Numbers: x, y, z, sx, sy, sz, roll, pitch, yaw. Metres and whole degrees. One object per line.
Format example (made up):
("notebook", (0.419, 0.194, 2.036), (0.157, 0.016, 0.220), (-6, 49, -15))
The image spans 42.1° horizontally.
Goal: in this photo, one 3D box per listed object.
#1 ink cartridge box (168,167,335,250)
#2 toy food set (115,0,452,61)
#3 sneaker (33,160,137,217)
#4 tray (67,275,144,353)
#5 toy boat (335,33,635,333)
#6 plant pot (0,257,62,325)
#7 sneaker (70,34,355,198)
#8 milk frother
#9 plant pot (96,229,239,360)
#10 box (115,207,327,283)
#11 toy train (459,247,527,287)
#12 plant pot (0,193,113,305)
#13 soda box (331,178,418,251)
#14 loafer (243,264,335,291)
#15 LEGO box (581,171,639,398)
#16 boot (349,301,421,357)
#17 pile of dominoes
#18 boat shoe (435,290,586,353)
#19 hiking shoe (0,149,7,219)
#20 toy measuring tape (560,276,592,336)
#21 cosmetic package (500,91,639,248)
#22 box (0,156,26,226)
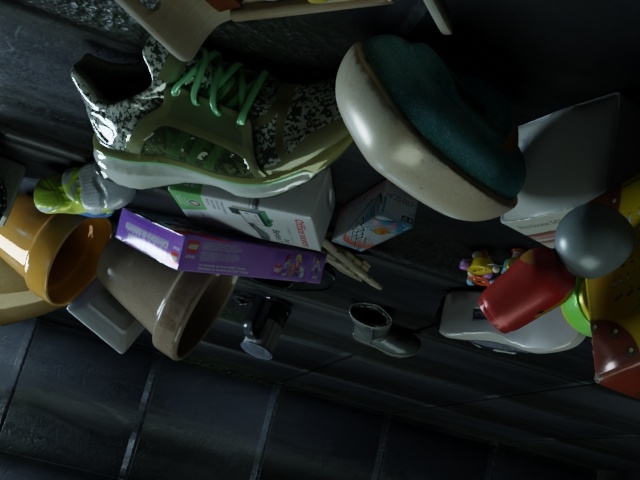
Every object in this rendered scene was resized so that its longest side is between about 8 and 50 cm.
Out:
("ink cartridge box", (-0.097, -0.067, 1.257), (0.219, 0.093, 0.160), (12, 163, 10))
("toy food set", (-0.058, -0.236, 0.724), (0.306, 0.092, 0.220), (3, 159, 30))
("sneaker", (-0.387, -0.087, 1.468), (0.240, 0.091, 0.126), (1, 177, 33))
("tray", (-0.396, 0.104, 1.732), (0.145, 0.270, 0.030), (40, 127, -7))
("toy boat", (0.162, -0.070, 0.810), (0.148, 0.318, 0.267), (-41, 147, 22))
("plant pot", (-0.627, 0.065, 1.897), (0.254, 0.237, 0.237), (-7, 158, 11))
("sneaker", (-0.135, -0.160, 0.966), (0.410, 0.158, 0.182), (-1, 140, 26))
("milk frother", (-0.167, 0.205, 2.057), (0.143, 0.135, 0.129), (-7, 139, 43))
("plant pot", (-0.310, 0.073, 1.646), (0.229, 0.263, 0.263), (29, 163, 6))
("box", (-0.163, 0.010, 1.387), (0.293, 0.057, 0.201), (8, -172, -42))
("toy train", (0.305, 0.047, 1.392), (0.166, 0.046, 0.125), (0, 159, 45))
("plant pot", (-0.557, 0.000, 1.673), (0.188, 0.205, 0.205), (26, 165, 14))
("soda box", (0.081, -0.035, 1.272), (0.058, 0.063, 0.183), (19, 161, -16))
("loafer", (-0.063, 0.068, 1.615), (0.223, 0.076, 0.078), (13, -162, -31))
("LEGO box", (0.528, 0.007, 0.665), (0.372, 0.193, 0.500), (22, 145, -24))
("boot", (0.156, 0.209, 1.966), (0.189, 0.076, 0.208), (11, 155, 3))
("pile of dominoes", (0.000, 0.000, 1.468), (0.196, 0.040, 0.251), (26, 171, 37))
("boat shoe", (0.387, 0.154, 1.559), (0.158, 0.127, 0.340), (18, 171, -35))
("hiking shoe", (-0.608, -0.106, 1.422), (0.114, 0.227, 0.086), (20, -151, 15))
("toy measuring tape", (0.500, 0.115, 1.336), (0.330, 0.121, 0.121), (18, 162, -14))
("cosmetic package", (0.369, -0.034, 0.957), (0.296, 0.129, 0.153), (24, 160, -27))
("box", (-0.686, -0.125, 1.497), (0.275, 0.113, 0.094), (22, 162, -20))
